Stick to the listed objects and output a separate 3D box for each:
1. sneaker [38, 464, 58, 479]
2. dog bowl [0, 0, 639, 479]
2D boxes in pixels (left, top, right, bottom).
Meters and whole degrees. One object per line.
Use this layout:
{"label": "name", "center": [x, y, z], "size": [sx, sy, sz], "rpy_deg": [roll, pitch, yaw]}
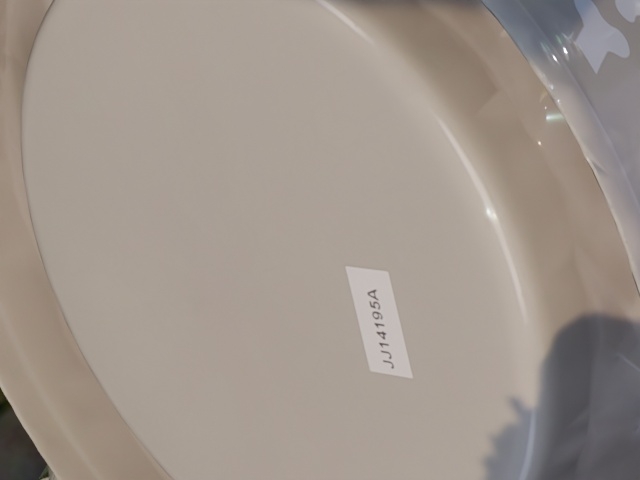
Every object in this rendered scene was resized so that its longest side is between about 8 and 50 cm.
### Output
{"label": "sneaker", "center": [-0.138, 0.166, 0.775], "size": [0.099, 0.121, 0.262], "rpy_deg": [106, -8, -64]}
{"label": "dog bowl", "center": [0.000, 0.000, 0.632], "size": [0.102, 0.349, 0.349], "rpy_deg": [-31, 173, -39]}
